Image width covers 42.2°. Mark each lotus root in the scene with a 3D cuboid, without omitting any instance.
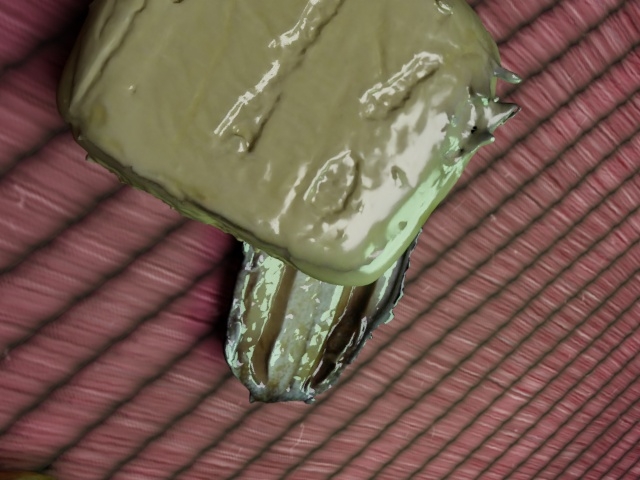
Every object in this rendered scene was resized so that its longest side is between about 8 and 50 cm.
[{"bbox_3d":[0.000,0.001,0.759,0.167,0.078,0.329,13,110,-19],"label":"lotus root"}]

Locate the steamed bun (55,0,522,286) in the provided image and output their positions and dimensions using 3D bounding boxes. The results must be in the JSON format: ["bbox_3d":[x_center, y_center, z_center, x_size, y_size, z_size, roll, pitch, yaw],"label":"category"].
[{"bbox_3d":[-0.020,-0.105,0.578,0.273,0.166,0.232,27,92,-4],"label":"steamed bun"}]

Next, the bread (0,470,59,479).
[{"bbox_3d":[-0.285,0.300,0.676,0.236,0.120,0.198,-34,130,-19],"label":"bread"}]
